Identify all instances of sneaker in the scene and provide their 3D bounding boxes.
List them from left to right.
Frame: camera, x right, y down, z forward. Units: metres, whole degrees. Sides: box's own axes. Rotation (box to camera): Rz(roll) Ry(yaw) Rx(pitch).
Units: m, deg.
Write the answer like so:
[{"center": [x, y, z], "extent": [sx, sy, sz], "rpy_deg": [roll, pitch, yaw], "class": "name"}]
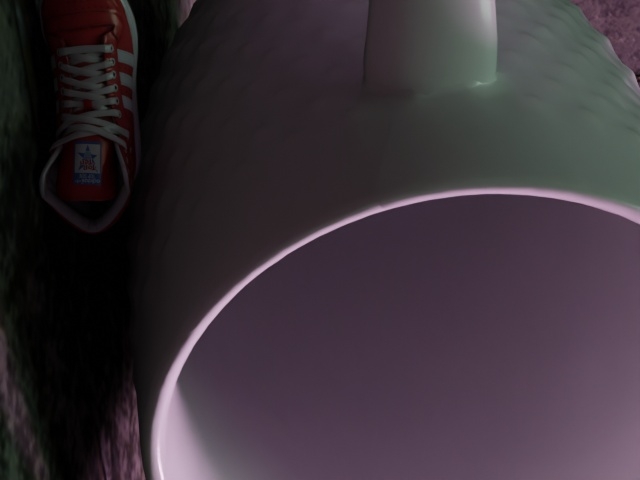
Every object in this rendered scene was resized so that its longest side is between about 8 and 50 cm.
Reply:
[{"center": [-0.101, -0.060, 0.747], "extent": [0.067, 0.042, 0.118], "rpy_deg": [-85, 169, -59], "class": "sneaker"}]

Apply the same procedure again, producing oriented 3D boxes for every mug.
[{"center": [0.037, -0.052, 0.836], "extent": [0.328, 0.276, 0.374], "rpy_deg": [-102, -173, -51], "class": "mug"}]
